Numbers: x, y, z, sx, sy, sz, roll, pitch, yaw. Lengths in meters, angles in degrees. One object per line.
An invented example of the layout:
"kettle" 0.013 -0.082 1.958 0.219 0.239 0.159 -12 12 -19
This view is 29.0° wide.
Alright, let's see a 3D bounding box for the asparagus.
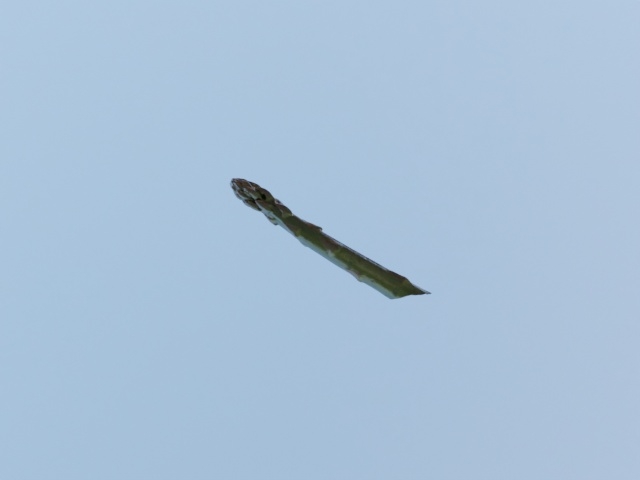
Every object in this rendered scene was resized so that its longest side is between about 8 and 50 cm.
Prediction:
"asparagus" 0.001 -0.001 1.180 0.236 0.034 0.027 32 -76 19
